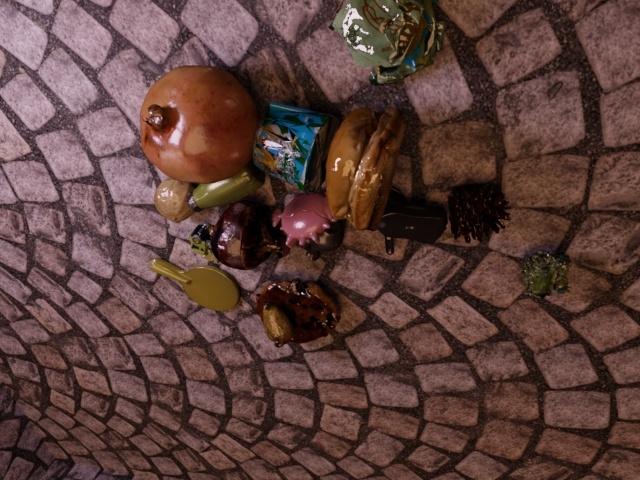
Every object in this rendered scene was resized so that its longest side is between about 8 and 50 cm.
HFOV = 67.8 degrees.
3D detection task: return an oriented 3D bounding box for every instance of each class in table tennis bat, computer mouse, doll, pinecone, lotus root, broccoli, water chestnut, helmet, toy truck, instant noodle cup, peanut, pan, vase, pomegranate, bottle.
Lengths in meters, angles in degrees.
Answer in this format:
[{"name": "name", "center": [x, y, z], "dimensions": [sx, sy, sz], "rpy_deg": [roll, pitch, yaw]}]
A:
[{"name": "table tennis bat", "center": [-0.482, 0.159, 1.833], "dimensions": [0.368, 0.054, 0.224], "rpy_deg": [23, 128, -4]}, {"name": "computer mouse", "center": [0.266, -0.056, 1.401], "dimensions": [0.217, 0.074, 0.122], "rpy_deg": [9, 134, -4]}, {"name": "doll", "center": [-0.048, -0.075, 1.442], "dimensions": [0.261, 0.211, 0.093], "rpy_deg": [-6, 146, 36]}, {"name": "pinecone", "center": [0.442, -0.076, 1.315], "dimensions": [0.165, 0.163, 0.163], "rpy_deg": [-9, 121, 5]}, {"name": "lotus root", "center": [-0.156, 0.284, 1.695], "dimensions": [0.108, 0.094, 0.191], "rpy_deg": [-7, 113, 25]}, {"name": "broccoli", "center": [0.643, 0.110, 1.368], "dimensions": [0.154, 0.160, 0.167], "rpy_deg": [48, 142, -16]}, {"name": "water chestnut", "center": [-0.231, -0.012, 1.533], "dimensions": [0.238, 0.224, 0.224], "rpy_deg": [2, 123, 18]}, {"name": "helmet", "center": [-0.128, 0.015, 1.620], "dimensions": [0.065, 0.049, 0.084], "rpy_deg": [-19, 90, 62]}, {"name": "toy truck", "center": [-0.363, 0.026, 1.682], "dimensions": [0.191, 0.085, 0.116], "rpy_deg": [20, 131, 2]}, {"name": "instant noodle cup", "center": [-0.071, -0.260, 1.320], "dimensions": [0.178, 0.240, 0.240], "rpy_deg": [21, 127, 13]}, {"name": "peanut", "center": [-0.482, -0.133, 1.595], "dimensions": [0.140, 0.109, 0.159], "rpy_deg": [10, 124, 11]}, {"name": "pan", "center": [0.206, -0.062, 1.472], "dimensions": [0.136, 0.028, 0.235], "rpy_deg": [1, 120, 18]}, {"name": "vase", "center": [0.000, 0.000, 1.537], "dimensions": [0.120, 0.120, 0.183], "rpy_deg": [31, 141, -4]}, {"name": "pomegranate", "center": [-0.340, -0.308, 1.294], "dimensions": [0.337, 0.338, 0.338], "rpy_deg": [8, 125, 12]}, {"name": "bottle", "center": [-0.304, -0.168, 1.496], "dimensions": [0.260, 0.112, 0.112], "rpy_deg": [-24, 113, 21]}]

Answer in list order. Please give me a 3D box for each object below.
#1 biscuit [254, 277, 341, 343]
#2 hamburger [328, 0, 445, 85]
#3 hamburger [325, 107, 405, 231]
[{"name": "biscuit", "center": [-0.085, 0.251, 1.747], "dimensions": [0.333, 0.081, 0.289], "rpy_deg": [-19, 116, 32]}, {"name": "hamburger", "center": [0.159, -0.500, 1.120], "dimensions": [0.260, 0.150, 0.276], "rpy_deg": [-30, 110, 33]}, {"name": "hamburger", "center": [0.115, -0.188, 1.245], "dimensions": [0.174, 0.305, 0.284], "rpy_deg": [12, 126, 12]}]
